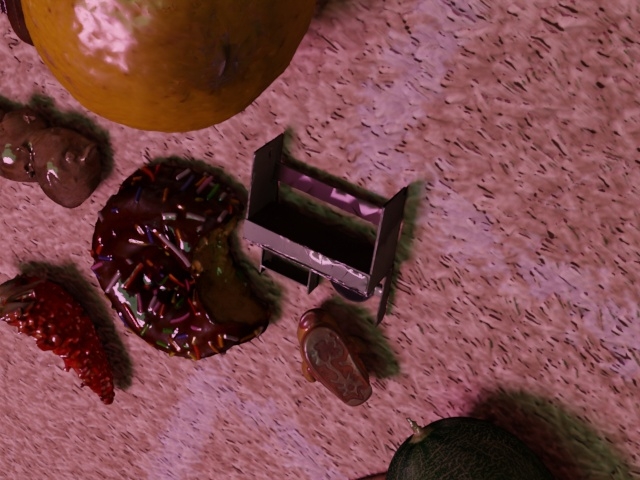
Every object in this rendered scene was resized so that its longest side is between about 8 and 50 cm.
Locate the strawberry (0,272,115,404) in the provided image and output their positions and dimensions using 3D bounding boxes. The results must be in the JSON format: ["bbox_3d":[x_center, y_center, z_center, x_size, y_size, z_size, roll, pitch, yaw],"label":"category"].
[{"bbox_3d":[-0.337,0.115,1.433,0.167,0.087,0.208,22,160,48],"label":"strawberry"}]

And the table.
[{"bbox_3d":[0.000,0.000,1.104,0.146,0.062,0.175,24,128,21],"label":"table"}]

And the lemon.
[{"bbox_3d":[-0.123,-0.221,0.911,0.253,0.253,0.310,30,136,16],"label":"lemon"}]

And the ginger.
[{"bbox_3d":[-0.343,-0.103,1.271,0.204,0.080,0.104,24,137,19],"label":"ginger"}]

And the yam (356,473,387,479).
[{"bbox_3d":[0.076,0.283,1.266,0.145,0.032,0.032,-24,104,43],"label":"yam"}]

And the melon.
[{"bbox_3d":[0.164,0.291,1.099,0.182,0.182,0.288,-20,108,43],"label":"melon"}]

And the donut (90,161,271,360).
[{"bbox_3d":[-0.165,0.029,1.220,0.216,0.096,0.230,16,129,27],"label":"donut"}]

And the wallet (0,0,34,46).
[{"bbox_3d":[-0.299,-0.312,1.126,0.137,0.031,0.255,15,127,28],"label":"wallet"}]

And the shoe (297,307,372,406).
[{"bbox_3d":[0.011,0.125,1.176,0.109,0.069,0.072,38,99,-7],"label":"shoe"}]
